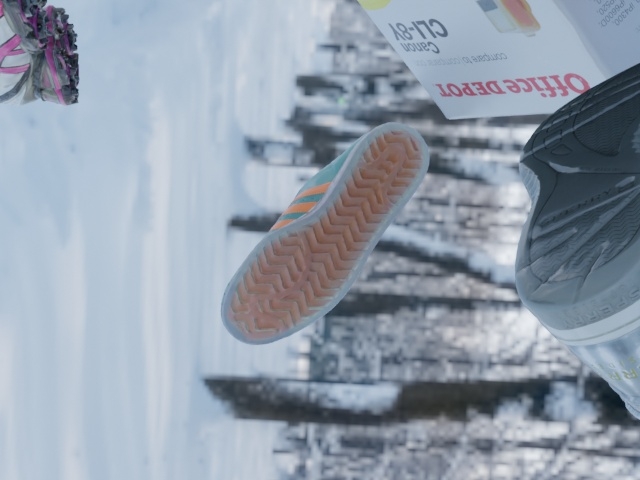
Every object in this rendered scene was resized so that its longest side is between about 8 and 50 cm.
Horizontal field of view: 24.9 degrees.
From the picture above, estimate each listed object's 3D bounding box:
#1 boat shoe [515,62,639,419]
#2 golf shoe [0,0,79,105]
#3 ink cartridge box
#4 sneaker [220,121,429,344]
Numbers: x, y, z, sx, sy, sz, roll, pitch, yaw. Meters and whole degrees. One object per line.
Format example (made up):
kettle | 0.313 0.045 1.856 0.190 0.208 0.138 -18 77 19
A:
boat shoe | 0.188 -0.018 0.853 0.103 0.118 0.320 55 26 -18
golf shoe | -0.191 -0.126 0.818 0.186 0.086 0.067 85 0 -66
ink cartridge box | 0.119 -0.291 1.211 0.160 0.384 0.279 -48 -157 -18
sneaker | 0.000 0.000 1.596 0.302 0.108 0.121 -47 -174 -15
